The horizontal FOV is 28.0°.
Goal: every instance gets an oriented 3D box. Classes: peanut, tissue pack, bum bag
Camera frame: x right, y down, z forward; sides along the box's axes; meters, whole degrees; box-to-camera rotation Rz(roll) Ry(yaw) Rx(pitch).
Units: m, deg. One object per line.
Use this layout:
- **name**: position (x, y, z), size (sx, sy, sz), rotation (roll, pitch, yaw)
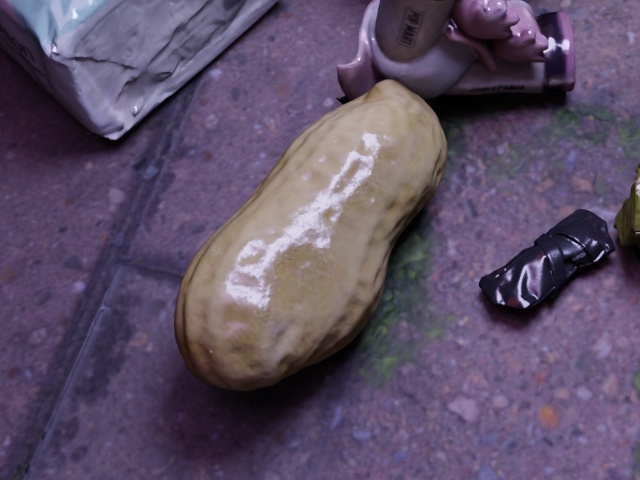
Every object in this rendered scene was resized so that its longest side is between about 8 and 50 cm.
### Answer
- **peanut**: position (0.000, 0.000, 1.063), size (0.147, 0.148, 0.319), rotation (26, 60, 22)
- **tissue pack**: position (-0.236, -0.305, 1.242), size (0.266, 0.194, 0.356), rotation (-43, 62, -13)
- **bum bag**: position (0.192, 0.018, 1.074), size (0.124, 0.034, 0.058), rotation (-38, 47, -12)

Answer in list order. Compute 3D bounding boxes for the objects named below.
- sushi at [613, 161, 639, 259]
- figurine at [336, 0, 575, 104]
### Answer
- **sushi**: position (0.360, -0.092, 1.050), size (0.291, 0.139, 0.131), rotation (-33, 68, -10)
- **figurine**: position (0.109, -0.306, 1.158), size (0.211, 0.253, 0.361), rotation (-7, 66, 25)
